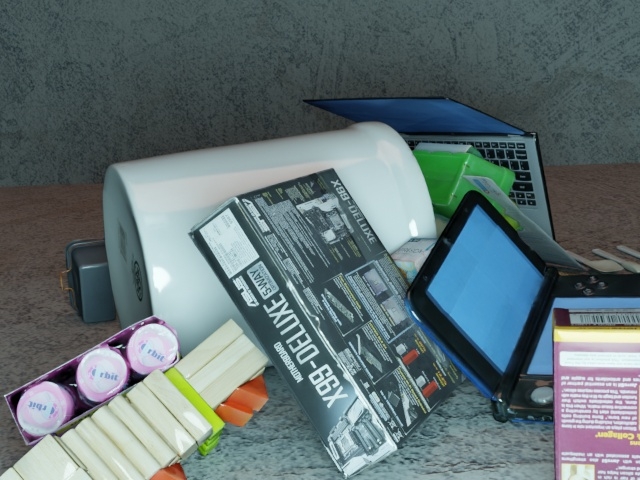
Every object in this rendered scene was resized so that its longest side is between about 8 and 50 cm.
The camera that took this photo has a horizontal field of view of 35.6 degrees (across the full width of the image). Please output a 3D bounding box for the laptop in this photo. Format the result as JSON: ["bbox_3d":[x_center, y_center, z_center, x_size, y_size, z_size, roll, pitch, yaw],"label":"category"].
[{"bbox_3d":[0.218,-0.126,1.975,0.236,0.408,0.382,-30,25,-36],"label":"laptop"}]

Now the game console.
[{"bbox_3d":[0.274,0.065,1.194,0.250,0.173,0.293,-3,29,28],"label":"game console"}]

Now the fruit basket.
[{"bbox_3d":[0.285,-0.050,1.872,0.353,0.166,0.327,28,-12,-40],"label":"fruit basket"}]

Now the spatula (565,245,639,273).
[{"bbox_3d":[0.564,0.034,1.909,0.168,0.019,0.242,-5,11,-7],"label":"spatula"}]

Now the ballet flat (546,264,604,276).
[{"bbox_3d":[0.365,0.081,1.598,0.249,0.084,0.058,10,40,37],"label":"ballet flat"}]

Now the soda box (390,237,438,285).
[{"bbox_3d":[0.150,0.089,1.274,0.063,0.183,0.058,-37,25,-33],"label":"soda box"}]

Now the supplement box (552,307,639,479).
[{"bbox_3d":[0.258,0.158,0.878,0.104,0.188,0.081,-1,10,13],"label":"supplement box"}]

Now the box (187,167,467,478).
[{"bbox_3d":[0.020,0.075,1.112,0.076,0.307,0.242,-36,-5,27],"label":"box"}]

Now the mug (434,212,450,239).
[{"bbox_3d":[0.186,0.029,1.747,0.097,0.129,0.157,-47,27,-23],"label":"mug"}]

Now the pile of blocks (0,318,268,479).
[{"bbox_3d":[-0.171,0.216,1.004,0.112,0.149,0.362,45,39,12],"label":"pile of blocks"}]

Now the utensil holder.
[{"bbox_3d":[-0.079,0.019,1.382,0.385,0.328,0.327,-10,12,-22],"label":"utensil holder"}]

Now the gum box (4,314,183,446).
[{"bbox_3d":[-0.236,0.157,1.094,0.188,0.062,0.107,-29,-14,-10],"label":"gum box"}]

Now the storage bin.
[{"bbox_3d":[-0.392,0.074,1.701,0.098,0.135,0.091,-6,21,-17],"label":"storage bin"}]
